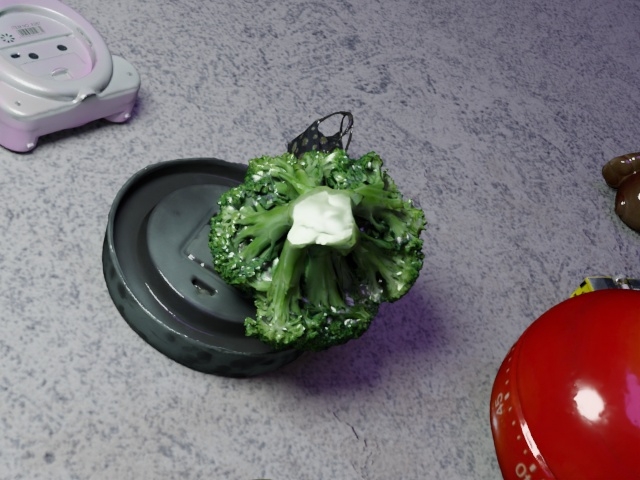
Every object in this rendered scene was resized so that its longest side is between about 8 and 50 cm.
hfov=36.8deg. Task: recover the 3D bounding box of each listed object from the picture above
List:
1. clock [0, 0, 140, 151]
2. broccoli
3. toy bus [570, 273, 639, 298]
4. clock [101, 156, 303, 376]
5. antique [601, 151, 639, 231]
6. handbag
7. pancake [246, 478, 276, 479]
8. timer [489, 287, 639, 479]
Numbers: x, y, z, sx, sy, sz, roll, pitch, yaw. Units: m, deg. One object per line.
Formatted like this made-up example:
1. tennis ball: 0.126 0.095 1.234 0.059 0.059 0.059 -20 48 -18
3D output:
1. clock: -0.397 -0.251 1.335 0.227 0.090 0.248 -26 67 -43
2. broccoli: 0.000 0.000 1.164 0.269 0.242 0.262 -7 73 -1
3. toy bus: 0.523 0.106 1.577 0.226 0.074 0.081 2 51 -29
4. clock: -0.127 0.027 1.265 0.325 0.067 0.325 16 46 -18
5. antique: 0.655 -0.079 1.786 0.256 0.121 0.143 4 58 -27
6. handbag: 0.012 -0.136 1.439 0.072 0.139 0.115 23 43 -23
7. pancake: -0.057 0.373 1.023 0.241 0.050 0.242 8 56 -12
8. timer: 0.411 0.243 1.248 0.377 0.279 0.378 14 49 -17
